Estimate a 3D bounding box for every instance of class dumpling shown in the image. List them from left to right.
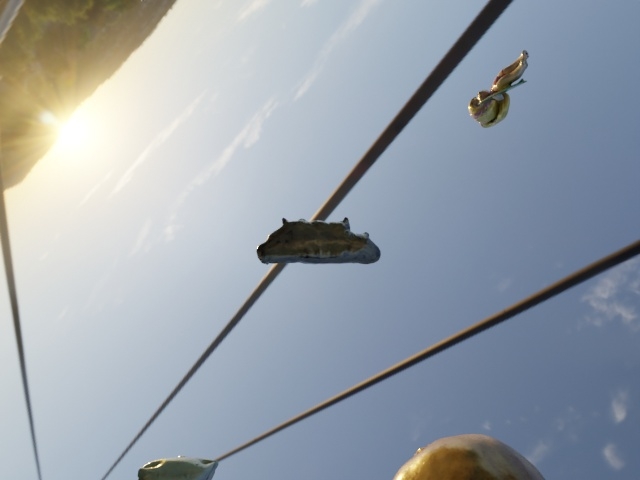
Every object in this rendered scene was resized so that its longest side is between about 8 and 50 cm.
[{"bbox_3d":[-0.387,0.654,1.227,0.105,0.216,0.149,-117,-148,-48],"label":"dumpling"}]

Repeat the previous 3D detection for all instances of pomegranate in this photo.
[{"bbox_3d":[0.173,0.339,0.500,0.233,0.233,0.233,-31,-142,28],"label":"pomegranate"}]

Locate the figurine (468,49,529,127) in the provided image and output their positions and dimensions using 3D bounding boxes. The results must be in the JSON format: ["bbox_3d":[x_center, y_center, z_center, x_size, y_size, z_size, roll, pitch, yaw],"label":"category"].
[{"bbox_3d":[0.372,-0.303,0.932,0.187,0.083,0.083,119,-11,-60],"label":"figurine"}]

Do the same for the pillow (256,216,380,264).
[{"bbox_3d":[-0.001,-0.001,0.850,0.051,0.240,0.093,128,-40,-66],"label":"pillow"}]
